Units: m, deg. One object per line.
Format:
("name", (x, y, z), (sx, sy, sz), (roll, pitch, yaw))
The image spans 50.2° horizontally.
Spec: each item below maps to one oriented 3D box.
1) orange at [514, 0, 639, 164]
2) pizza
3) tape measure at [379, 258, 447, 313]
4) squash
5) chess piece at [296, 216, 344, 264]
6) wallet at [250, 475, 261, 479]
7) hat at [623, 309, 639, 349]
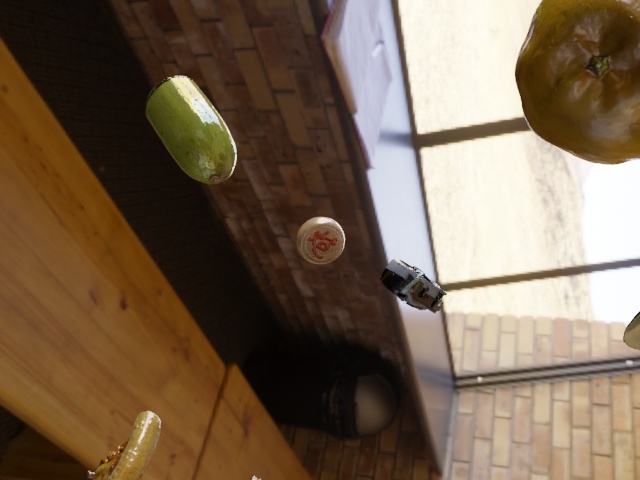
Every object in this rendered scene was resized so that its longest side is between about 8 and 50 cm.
("orange", (0.407, -0.241, 0.946), (0.235, 0.279, 0.279), (-26, 119, -45))
("pizza", (-0.312, 0.371, 0.979), (0.056, 0.134, 0.271), (38, 72, -22))
("tape measure", (0.134, 0.067, 1.004), (0.054, 0.094, 0.091), (-57, -174, 5))
("squash", (-0.249, -0.210, 1.386), (0.247, 0.132, 0.132), (53, 0, 26))
("chess piece", (0.000, 0.000, 1.172), (0.038, 0.083, 0.084), (-115, -161, -67))
("wallet", (-0.133, 0.463, 0.994), (0.244, 0.025, 0.124), (-68, 180, -72))
("hat", (0.497, 0.037, 0.917), (0.252, 0.252, 0.110), (66, 3, -55))
